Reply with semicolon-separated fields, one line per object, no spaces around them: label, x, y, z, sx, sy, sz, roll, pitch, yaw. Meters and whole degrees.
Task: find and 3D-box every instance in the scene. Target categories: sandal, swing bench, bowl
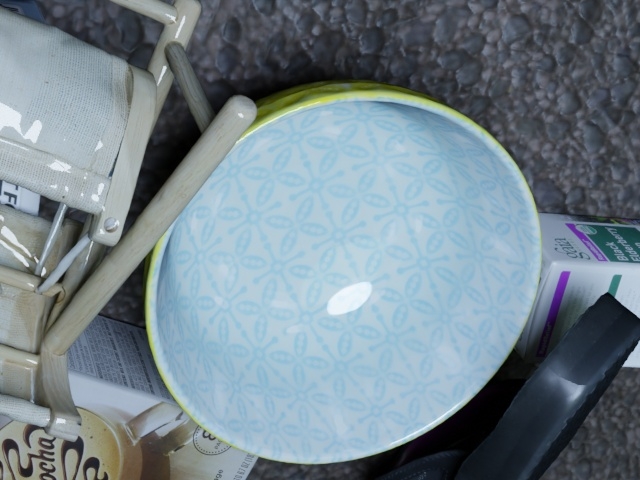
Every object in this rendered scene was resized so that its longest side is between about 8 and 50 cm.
sandal;0.121;0.170;1.212;0.167;0.107;0.446;-40;163;-39
swing bench;-0.217;-0.049;0.877;0.253;0.165;0.255;21;113;-28
bowl;0.000;0.000;1.107;0.289;0.156;0.289;-8;119;-14

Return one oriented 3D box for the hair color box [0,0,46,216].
hair color box;-0.369;-0.066;0.972;0.374;0.113;0.185;2;115;-19

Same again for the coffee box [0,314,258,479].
coffee box;-0.212;0.141;1.129;0.297;0.119;0.168;20;109;-27

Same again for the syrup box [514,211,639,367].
syrup box;0.263;0.043;1.256;0.237;0.093;0.096;5;115;-21
